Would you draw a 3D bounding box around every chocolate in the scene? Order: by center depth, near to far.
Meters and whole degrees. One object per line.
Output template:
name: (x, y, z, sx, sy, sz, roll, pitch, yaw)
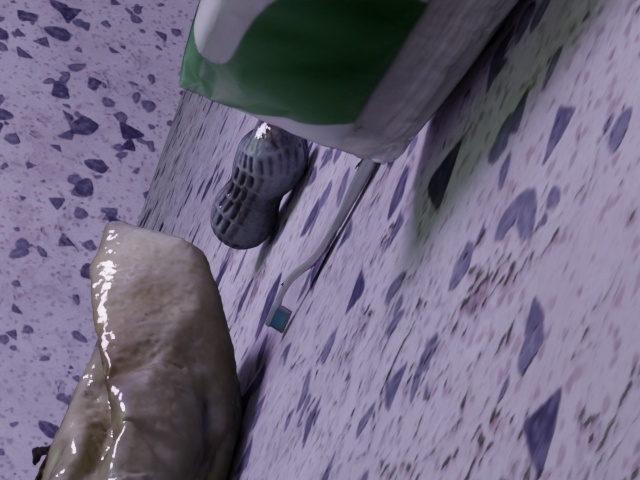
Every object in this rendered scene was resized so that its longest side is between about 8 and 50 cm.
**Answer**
chocolate: (-0.061, -0.057, 1.812, 0.072, 0.072, 0.167, -78, 14, -50)

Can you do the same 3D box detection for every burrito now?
burrito: (-0.135, 0.140, 1.553, 0.135, 0.190, 0.332, -18, 41, 29)

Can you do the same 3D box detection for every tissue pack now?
tissue pack: (0.061, -0.254, 1.211, 0.356, 0.194, 0.266, 124, 166, -50)

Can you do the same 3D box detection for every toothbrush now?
toothbrush: (0.000, 0.000, 1.488, 0.204, 0.022, 0.017, -61, -5, 34)
